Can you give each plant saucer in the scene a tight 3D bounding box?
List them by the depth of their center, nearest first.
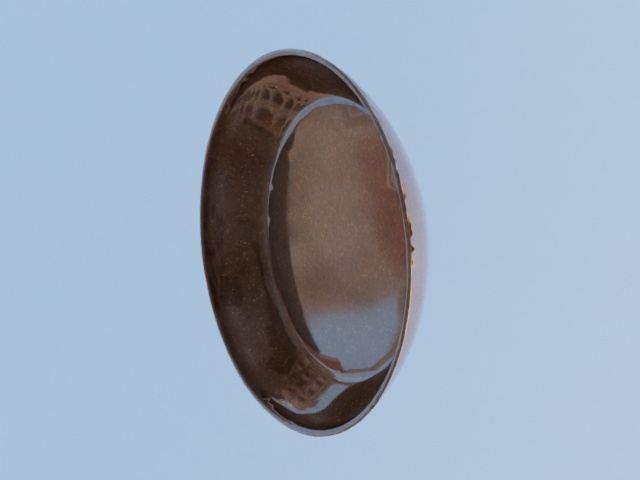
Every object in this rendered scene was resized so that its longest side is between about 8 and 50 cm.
[{"bbox_3d":[0.000,0.000,0.810,0.036,0.198,0.198,-7,-97,-33],"label":"plant saucer"}]
